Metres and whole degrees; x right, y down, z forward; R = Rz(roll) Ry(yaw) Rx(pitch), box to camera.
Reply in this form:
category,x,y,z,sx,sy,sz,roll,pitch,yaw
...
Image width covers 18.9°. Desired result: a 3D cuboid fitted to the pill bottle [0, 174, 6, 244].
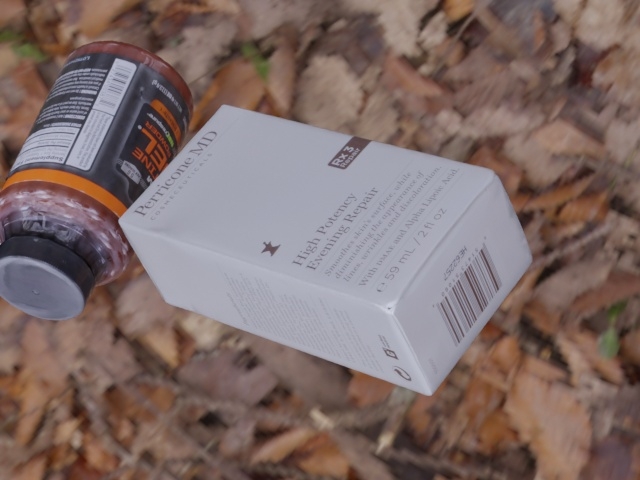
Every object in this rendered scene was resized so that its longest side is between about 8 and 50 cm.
category,x,y,z,sx,sy,sz,roll,pitch,yaw
pill bottle,-0.358,-0.071,1.448,0.272,0.152,0.152,48,114,14

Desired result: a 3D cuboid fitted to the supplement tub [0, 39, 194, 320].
category,x,y,z,sx,sy,sz,roll,pitch,yaw
supplement tub,-0.166,-0.040,1.361,0.106,0.198,0.106,13,145,9

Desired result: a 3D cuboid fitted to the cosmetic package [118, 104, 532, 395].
category,x,y,z,sx,sy,sz,roll,pitch,yaw
cosmetic package,0.000,0.000,1.161,0.231,0.117,0.085,16,146,39
